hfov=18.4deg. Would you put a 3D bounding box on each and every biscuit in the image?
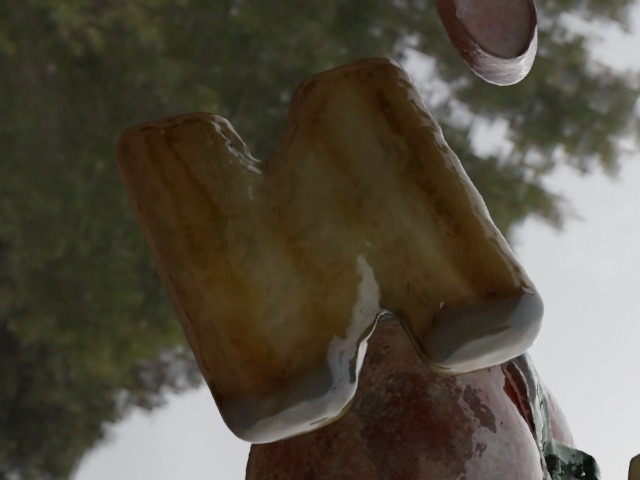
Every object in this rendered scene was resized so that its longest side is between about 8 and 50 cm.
[{"bbox_3d":[0.000,0.000,1.387,0.062,0.237,0.290,87,-20,-51],"label":"biscuit"}]

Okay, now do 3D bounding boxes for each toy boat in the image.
[{"bbox_3d":[0.163,-0.255,2.112,0.096,0.206,0.282,-25,177,0],"label":"toy boat"}]

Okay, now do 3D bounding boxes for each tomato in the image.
[{"bbox_3d":[0.088,0.211,1.600,0.282,0.316,0.316,-17,-142,18],"label":"tomato"}]

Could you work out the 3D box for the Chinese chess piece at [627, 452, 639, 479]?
[{"bbox_3d":[0.352,0.324,1.976,0.238,0.092,0.237,0,90,-80],"label":"Chinese chess piece"}]
